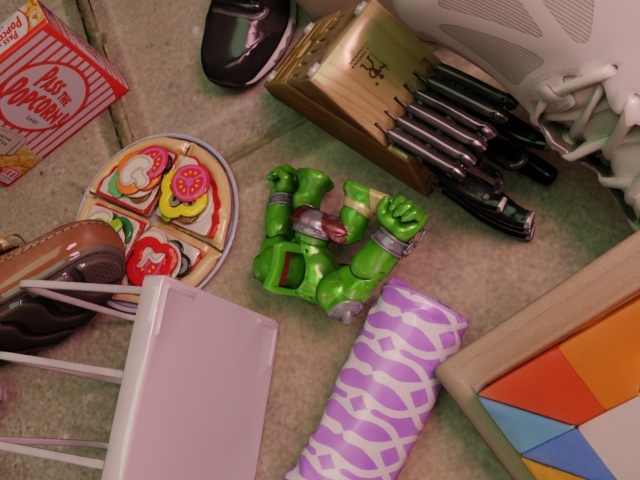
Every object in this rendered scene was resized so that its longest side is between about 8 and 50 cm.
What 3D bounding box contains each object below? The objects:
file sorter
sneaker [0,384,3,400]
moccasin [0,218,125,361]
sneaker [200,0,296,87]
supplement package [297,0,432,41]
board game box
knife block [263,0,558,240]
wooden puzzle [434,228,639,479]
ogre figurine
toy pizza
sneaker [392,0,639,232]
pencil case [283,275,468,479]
[{"bbox_3d":[-0.172,0.181,0.612,0.173,0.193,0.277,3,75,24],"label":"file sorter"},{"bbox_3d":[-0.419,0.234,0.755,0.237,0.085,0.086,-41,97,-2],"label":"sneaker"},{"bbox_3d":[-0.364,0.061,0.752,0.380,0.139,0.147,-26,68,26],"label":"moccasin"},{"bbox_3d":[-0.075,-0.305,0.759,0.107,0.124,0.283,16,80,24],"label":"sneaker"},{"bbox_3d":[0.072,-0.265,0.701,0.179,0.105,0.105,13,85,24],"label":"supplement package"},{"bbox_3d":[-0.332,-0.156,0.797,0.193,0.147,0.045,-37,65,7],"label":"board game box"},{"bbox_3d":[0.086,-0.104,0.673,0.088,0.242,0.276,-52,20,-2],"label":"knife block"},{"bbox_3d":[0.208,0.130,0.473,0.221,0.044,0.238,54,132,10],"label":"wooden puzzle"},{"bbox_3d":[0.000,0.000,0.651,0.197,0.097,0.118,23,89,28],"label":"ogre figurine"},{"bbox_3d":[-0.181,-0.024,0.763,0.201,0.032,0.201,-6,72,19],"label":"toy pizza"},{"bbox_3d":[0.238,-0.046,0.481,0.448,0.169,0.257,17,84,-4],"label":"sneaker"},{"bbox_3d":[0.046,0.135,0.607,0.206,0.086,0.088,-60,21,-5],"label":"pencil case"}]
